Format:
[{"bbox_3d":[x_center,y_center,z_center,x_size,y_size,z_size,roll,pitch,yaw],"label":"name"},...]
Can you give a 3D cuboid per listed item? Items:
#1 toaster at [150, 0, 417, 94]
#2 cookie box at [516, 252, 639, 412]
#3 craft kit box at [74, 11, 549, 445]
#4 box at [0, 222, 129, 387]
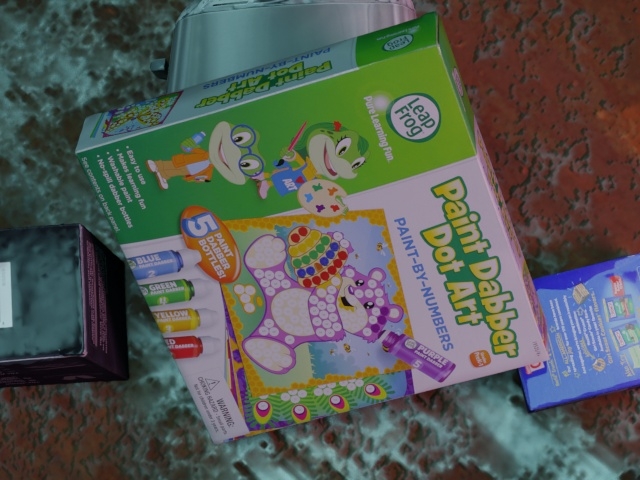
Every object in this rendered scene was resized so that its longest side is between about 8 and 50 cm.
[{"bbox_3d":[-0.007,-0.096,1.265,0.227,0.129,0.146,-3,76,7],"label":"toaster"},{"bbox_3d":[0.186,0.065,1.261,0.107,0.040,0.092,-13,78,2],"label":"cookie box"},{"bbox_3d":[0.000,0.000,1.189,0.246,0.061,0.250,-17,119,11],"label":"craft kit box"},{"bbox_3d":[-0.222,0.050,1.236,0.156,0.158,0.093,-4,79,3],"label":"box"}]
